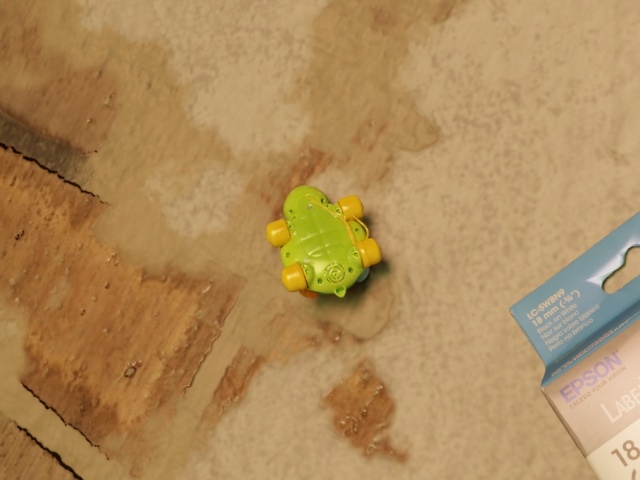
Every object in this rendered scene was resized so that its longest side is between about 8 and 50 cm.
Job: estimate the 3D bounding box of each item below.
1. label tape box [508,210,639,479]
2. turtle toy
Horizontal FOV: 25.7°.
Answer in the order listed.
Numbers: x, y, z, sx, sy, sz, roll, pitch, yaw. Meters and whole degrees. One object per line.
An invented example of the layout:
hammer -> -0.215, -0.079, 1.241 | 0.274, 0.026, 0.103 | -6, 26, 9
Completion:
label tape box -> 0.307, 0.101, 1.089 | 0.241, 0.106, 0.333 | -38, 61, 12
turtle toy -> 0.000, 0.000, 1.307 | 0.095, 0.066, 0.130 | -18, 61, -4
